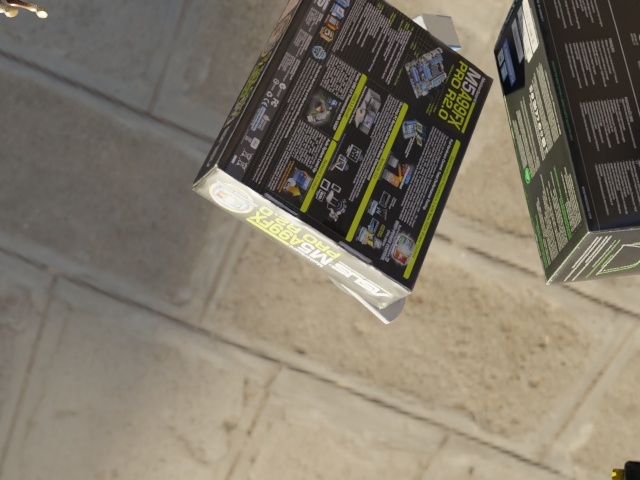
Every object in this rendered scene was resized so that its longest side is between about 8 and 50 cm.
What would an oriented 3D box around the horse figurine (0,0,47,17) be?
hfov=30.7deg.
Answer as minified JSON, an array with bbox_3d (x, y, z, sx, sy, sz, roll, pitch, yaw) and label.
[{"bbox_3d":[-0.402,-0.381,1.633,0.263,0.174,0.066,-40,143,-14],"label":"horse figurine"}]

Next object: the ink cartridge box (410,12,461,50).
[{"bbox_3d":[0.120,-0.268,1.631,0.122,0.088,0.052,-21,85,34],"label":"ink cartridge box"}]

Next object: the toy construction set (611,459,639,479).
[{"bbox_3d":[0.458,0.282,1.296,0.257,0.309,0.237,10,130,39],"label":"toy construction set"}]

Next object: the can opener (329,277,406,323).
[{"bbox_3d":[0.000,0.000,1.316,0.093,0.074,0.280,-14,134,41],"label":"can opener"}]

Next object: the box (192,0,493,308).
[{"bbox_3d":[0.030,-0.104,1.105,0.216,0.270,0.060,33,149,-16],"label":"box"}]

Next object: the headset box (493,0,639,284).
[{"bbox_3d":[0.324,-0.109,1.029,0.283,0.246,0.131,-7,160,-8],"label":"headset box"}]
